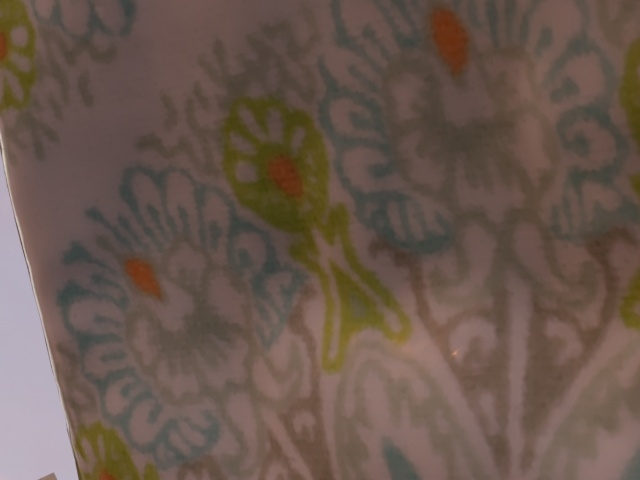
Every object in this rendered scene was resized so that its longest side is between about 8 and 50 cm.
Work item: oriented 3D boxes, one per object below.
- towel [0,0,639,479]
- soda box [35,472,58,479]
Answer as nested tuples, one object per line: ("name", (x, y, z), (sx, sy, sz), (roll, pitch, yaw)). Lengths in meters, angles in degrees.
("towel", (0.008, -0.074, 0.416), (0.320, 0.090, 0.375), (-5, -82, 43))
("soda box", (-0.259, 0.330, 1.445), (0.058, 0.061, 0.181), (43, -25, 64))
